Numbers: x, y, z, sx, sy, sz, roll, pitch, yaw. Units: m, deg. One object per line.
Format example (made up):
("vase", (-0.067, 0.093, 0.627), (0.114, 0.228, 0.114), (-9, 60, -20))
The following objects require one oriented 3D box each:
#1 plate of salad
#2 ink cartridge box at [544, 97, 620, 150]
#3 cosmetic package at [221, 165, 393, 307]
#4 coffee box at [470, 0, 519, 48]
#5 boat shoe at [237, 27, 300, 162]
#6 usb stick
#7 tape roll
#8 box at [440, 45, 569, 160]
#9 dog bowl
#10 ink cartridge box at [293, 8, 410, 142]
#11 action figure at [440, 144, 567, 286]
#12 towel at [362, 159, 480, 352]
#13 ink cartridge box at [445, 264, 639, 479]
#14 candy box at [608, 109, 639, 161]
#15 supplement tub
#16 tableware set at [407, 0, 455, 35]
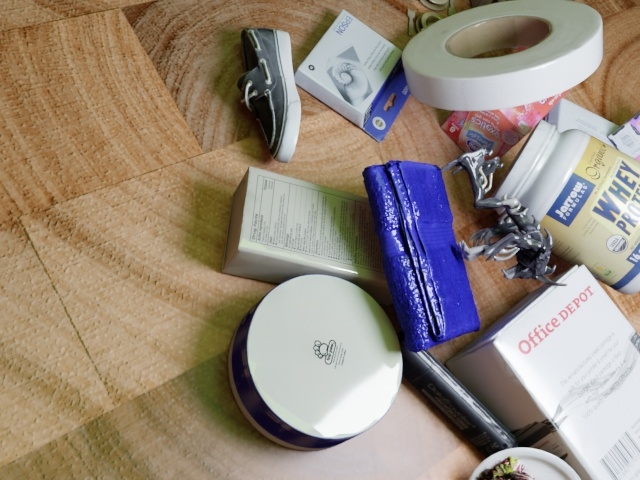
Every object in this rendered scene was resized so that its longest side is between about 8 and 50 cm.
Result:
("plate of salad", (0.329, 0.433, 1.107), (0.200, 0.048, 0.200), (0, 91, 14))
("ink cartridge box", (0.641, -0.119, 1.557), (0.324, 0.071, 0.330), (23, 63, -12))
("cosmetic package", (0.000, 0.000, 1.193), (0.309, 0.113, 0.160), (14, 61, -16))
("coffee box", (0.458, -0.621, 1.684), (0.168, 0.119, 0.297), (1, 66, -22))
("boat shoe", (-0.104, -0.276, 1.283), (0.102, 0.108, 0.301), (5, 62, -22))
("usb stick", (0.219, 0.264, 1.183), (0.278, 0.077, 0.045), (45, 46, 1))
("tape roll", (0.355, -0.378, 1.383), (0.392, 0.392, 0.072), (-43, 131, -33))
("box", (0.419, -0.307, 1.500), (0.142, 0.154, 0.300), (45, 58, 3))
("dog bowl", (-0.007, 0.191, 1.103), (0.265, 0.104, 0.265), (10, 62, -19))
("ink cartridge box", (0.085, -0.343, 1.432), (0.224, 0.045, 0.223), (34, 57, -6))
("action figure", (0.311, -0.020, 1.208), (0.276, 0.141, 0.164), (62, 18, 9))
("towel", (0.183, 0.018, 1.155), (0.227, 0.076, 0.308), (-6, 81, -53))
("ink cartridge box", (0.460, 0.284, 1.225), (0.285, 0.166, 0.395), (-30, 81, -32))
("candy box", (0.777, -0.210, 1.573), (0.165, 0.070, 0.196), (-34, 83, -31))
("supplement tub", (0.502, -0.068, 1.309), (0.316, 0.228, 0.228), (31, 57, 8))
("tableware set", (0.266, -0.537, 1.608), (0.128, 0.039, 0.194), (13, 62, -18))
